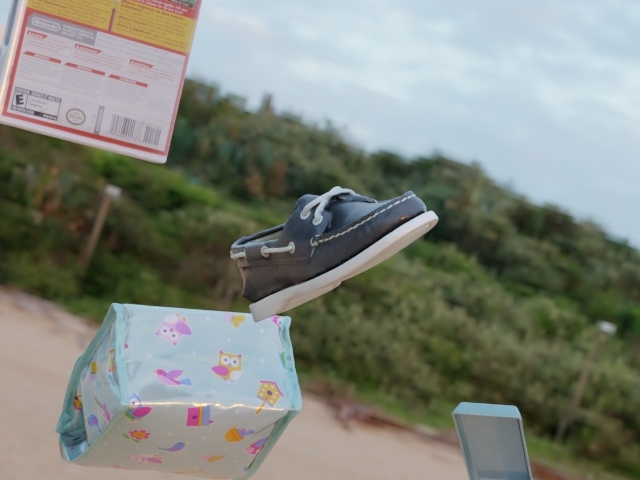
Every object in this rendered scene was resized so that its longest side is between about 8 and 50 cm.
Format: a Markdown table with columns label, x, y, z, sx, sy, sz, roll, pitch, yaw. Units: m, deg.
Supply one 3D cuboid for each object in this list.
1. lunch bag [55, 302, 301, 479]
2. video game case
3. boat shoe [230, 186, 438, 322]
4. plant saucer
| label | x | y | z | sx | sy | sz | roll | pitch | yaw |
| --- | --- | --- | --- | --- | --- | --- | --- | --- | --- |
| lunch bag | -0.168 | 0.188 | 2.164 | 0.223 | 0.160 | 0.262 | 5 | -31 | -21 |
| video game case | -0.215 | -0.237 | 1.922 | 0.204 | 0.285 | 0.025 | 14 | -1 | -35 |
| boat shoe | 0.000 | 0.000 | 1.810 | 0.114 | 0.091 | 0.302 | -24 | -3 | -38 |
| plant saucer | 0.174 | 0.206 | 1.881 | 0.067 | 0.018 | 0.192 | 3 | -30 | 13 |
